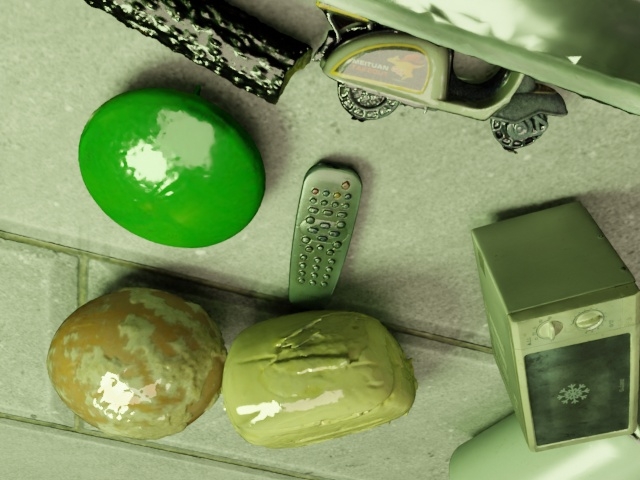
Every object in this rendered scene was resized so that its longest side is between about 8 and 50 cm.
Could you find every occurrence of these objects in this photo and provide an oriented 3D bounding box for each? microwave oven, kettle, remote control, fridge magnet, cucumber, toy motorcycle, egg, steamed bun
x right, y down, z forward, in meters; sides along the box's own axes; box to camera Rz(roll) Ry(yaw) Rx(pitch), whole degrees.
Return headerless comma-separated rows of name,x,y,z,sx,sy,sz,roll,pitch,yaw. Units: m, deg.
microwave oven,0.281,0.101,0.753,0.145,0.193,0.240,-14,127,10
kettle,0.391,0.335,0.930,0.265,0.205,0.318,31,123,-16
remote control,0.000,0.000,0.786,0.072,0.042,0.221,9,129,-4
fridge magnet,-0.164,-0.078,0.705,0.208,0.088,0.207,3,130,4
cucumber,-0.149,-0.224,0.595,0.300,0.072,0.072,27,127,-14
toy motorcycle,0.121,-0.177,0.599,0.263,0.090,0.157,13,125,-3
egg,-0.244,0.161,0.839,0.246,0.203,0.203,5,130,10
steamed bun,0.004,0.176,0.849,0.232,0.166,0.273,-21,155,13

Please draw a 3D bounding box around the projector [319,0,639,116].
projector,0.183,-0.302,0.324,0.395,0.242,0.405,25,132,14
